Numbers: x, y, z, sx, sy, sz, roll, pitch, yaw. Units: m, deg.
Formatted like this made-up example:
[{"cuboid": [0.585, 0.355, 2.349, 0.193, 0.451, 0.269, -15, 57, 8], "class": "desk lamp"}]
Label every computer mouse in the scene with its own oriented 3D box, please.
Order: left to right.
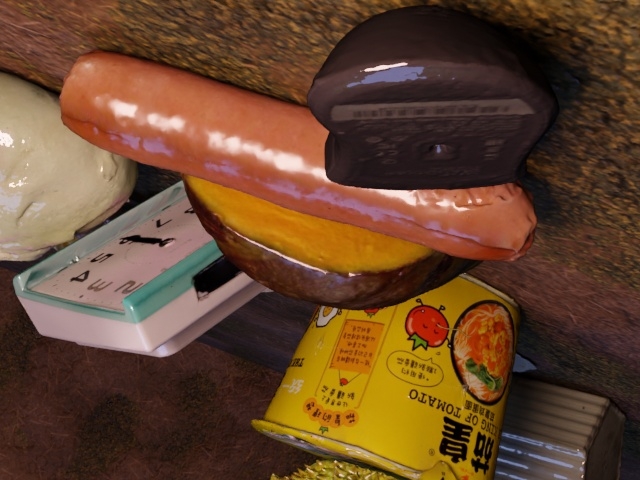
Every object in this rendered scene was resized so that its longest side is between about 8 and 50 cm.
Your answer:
[{"cuboid": [0.070, -0.091, 0.641, 0.146, 0.088, 0.264, 2, 166, 3], "class": "computer mouse"}]

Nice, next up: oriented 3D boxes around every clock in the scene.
[{"cuboid": [-0.158, 0.036, 1.106, 0.231, 0.262, 0.116, 6, 123, 44], "class": "clock"}]

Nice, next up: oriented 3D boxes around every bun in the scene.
[{"cuboid": [-0.359, -0.071, 1.145, 0.293, 0.187, 0.293, 22, 168, 5], "class": "bun"}]

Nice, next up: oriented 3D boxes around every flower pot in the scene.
[{"cuboid": [0.394, 0.360, 1.727, 0.189, 0.239, 0.209, 11, -167, 33], "class": "flower pot"}]

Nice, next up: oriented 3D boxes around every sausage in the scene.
[{"cuboid": [-0.023, -0.073, 0.848, 0.418, 0.094, 0.094, 17, -164, 13], "class": "sausage"}]

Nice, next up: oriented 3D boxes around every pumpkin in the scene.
[{"cuboid": [-0.009, 0.015, 0.958, 0.312, 0.148, 0.169, 21, 139, 6], "class": "pumpkin"}]

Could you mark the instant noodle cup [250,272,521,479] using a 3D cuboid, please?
[{"cuboid": [0.104, 0.172, 1.291, 0.325, 0.254, 0.325, 19, 167, 5], "class": "instant noodle cup"}]

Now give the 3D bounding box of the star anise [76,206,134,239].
[{"cuboid": [-0.250, 0.004, 1.464, 0.229, 0.093, 0.236, 10, 162, -14], "class": "star anise"}]

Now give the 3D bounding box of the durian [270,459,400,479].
[{"cuboid": [0.031, 0.346, 1.193, 0.200, 0.177, 0.237, 5, 165, -34], "class": "durian"}]

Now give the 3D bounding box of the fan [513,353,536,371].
[{"cuboid": [0.159, 0.138, 1.597, 0.414, 0.012, 0.233, 28, 162, -29], "class": "fan"}]

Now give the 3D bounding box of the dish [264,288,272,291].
[{"cuboid": [-0.077, 0.005, 1.311, 0.141, 0.078, 0.141, 1, -160, 0], "class": "dish"}]

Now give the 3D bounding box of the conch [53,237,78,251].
[{"cuboid": [-0.358, -0.014, 1.582, 0.173, 0.106, 0.116, 29, -178, 34], "class": "conch"}]
